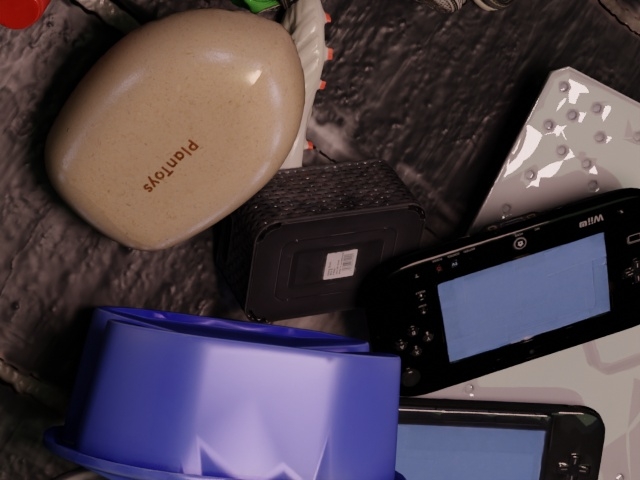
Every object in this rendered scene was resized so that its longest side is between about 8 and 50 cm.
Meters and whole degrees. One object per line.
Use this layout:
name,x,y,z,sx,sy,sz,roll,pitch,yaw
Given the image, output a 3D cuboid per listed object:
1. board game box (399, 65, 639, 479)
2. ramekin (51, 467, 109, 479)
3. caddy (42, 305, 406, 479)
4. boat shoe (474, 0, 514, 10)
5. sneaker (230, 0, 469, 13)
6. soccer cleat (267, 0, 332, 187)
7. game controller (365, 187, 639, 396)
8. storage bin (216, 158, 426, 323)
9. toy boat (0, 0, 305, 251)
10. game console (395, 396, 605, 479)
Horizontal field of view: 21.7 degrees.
board game box,0.319,0.070,1.759,0.390,0.050,0.390,26,96,-12
ramekin,-0.202,0.329,1.607,0.207,0.109,0.207,-5,102,-24
caddy,-0.082,0.170,1.547,0.341,0.241,0.179,8,92,-14
boat shoe,0.217,-0.341,1.683,0.084,0.079,0.233,25,91,-29
sneaker,-0.017,-0.268,1.554,0.343,0.134,0.146,13,84,-18
soccer cleat,-0.039,-0.147,1.611,0.076,0.068,0.196,5,101,-23
game controller,0.199,0.050,1.652,0.319,0.067,0.166,-18,134,-9
storage bin,0.000,0.000,1.623,0.180,0.084,0.122,-7,129,-23
toy boat,-0.168,-0.155,1.497,0.267,0.148,0.318,-36,115,21
game console,0.146,0.306,1.678,0.293,0.173,0.250,3,111,-6
